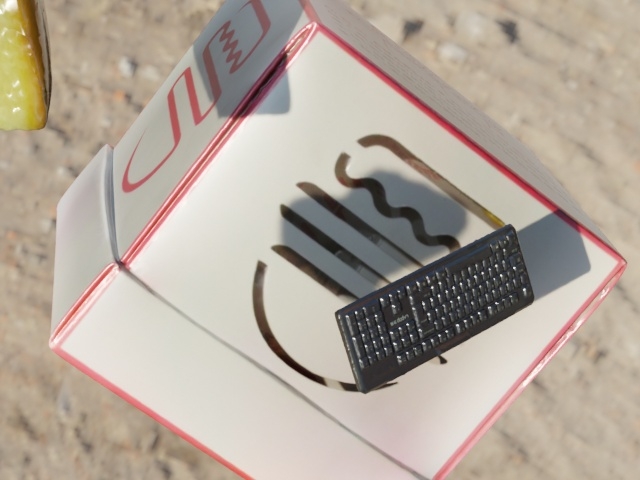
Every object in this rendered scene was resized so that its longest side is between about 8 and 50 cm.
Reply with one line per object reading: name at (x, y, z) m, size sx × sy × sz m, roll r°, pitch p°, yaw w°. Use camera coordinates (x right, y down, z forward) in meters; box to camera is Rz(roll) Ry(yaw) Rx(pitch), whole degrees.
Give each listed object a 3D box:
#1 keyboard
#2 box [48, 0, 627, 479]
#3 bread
keyboard at (0.069, 0.038, 1.002) m, size 0.155 × 0.010 × 0.053 m, roll -25°, pitch 102°, yaw -40°
box at (0.000, 0.000, 1.349) m, size 0.314 × 0.300 × 0.312 m, roll 36°, pitch 11°, yaw -17°
bread at (-0.200, -0.167, 0.984) m, size 0.077 × 0.138 × 0.361 m, roll -11°, pitch 20°, yaw -6°
